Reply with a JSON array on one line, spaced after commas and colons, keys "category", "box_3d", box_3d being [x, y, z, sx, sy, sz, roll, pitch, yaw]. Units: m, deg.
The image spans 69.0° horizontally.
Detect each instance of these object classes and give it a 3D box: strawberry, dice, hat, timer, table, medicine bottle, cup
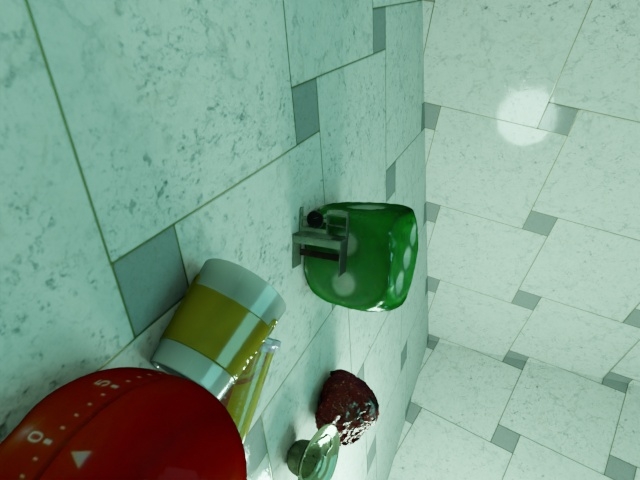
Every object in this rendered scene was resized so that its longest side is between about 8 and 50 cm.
[{"category": "strawberry", "box_3d": [0.101, 0.600, 1.651, 0.274, 0.221, 0.274, 4, 90, -66]}, {"category": "dice", "box_3d": [0.133, 0.039, 1.441, 0.297, 0.287, 0.299, -25, 120, -63]}, {"category": "hat", "box_3d": [-0.046, 0.696, 1.480, 0.252, 0.110, 0.251, -18, 111, -56]}, {"category": "timer", "box_3d": [-0.271, 0.371, 0.637, 0.378, 0.279, 0.377, -41, 136, -55]}, {"category": "table", "box_3d": [0.000, 0.000, 1.296, 0.062, 0.146, 0.175, -28, 123, -62]}, {"category": "medicine bottle", "box_3d": [-0.199, 0.407, 0.995, 0.108, 0.108, 0.425, 41, 64, -63]}, {"category": "cup", "box_3d": [-0.199, 0.179, 0.900, 0.226, 0.185, 0.241, -60, 180, -30]}]
